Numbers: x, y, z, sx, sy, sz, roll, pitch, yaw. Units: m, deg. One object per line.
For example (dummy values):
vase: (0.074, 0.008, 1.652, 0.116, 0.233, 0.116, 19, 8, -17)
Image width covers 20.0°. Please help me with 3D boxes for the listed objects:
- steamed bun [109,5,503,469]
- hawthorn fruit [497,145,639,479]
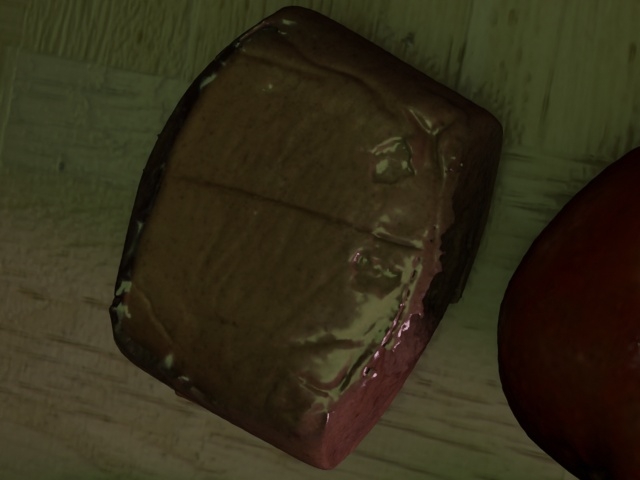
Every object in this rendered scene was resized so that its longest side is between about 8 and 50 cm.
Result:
steamed bun: (0.000, 0.000, 1.365, 0.252, 0.199, 0.301, 27, 90, 23)
hawthorn fruit: (0.266, 0.066, 1.289, 0.295, 0.295, 0.311, 6, 95, 8)
